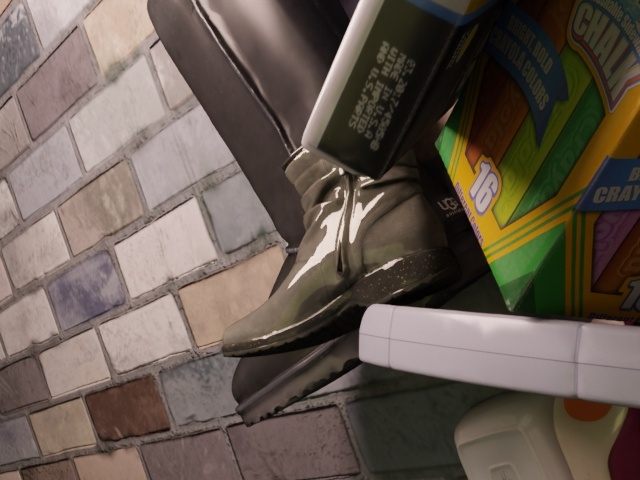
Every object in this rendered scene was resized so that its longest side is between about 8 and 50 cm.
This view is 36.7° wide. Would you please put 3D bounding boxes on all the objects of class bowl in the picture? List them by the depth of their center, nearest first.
[{"bbox_3d":[0.189,0.215,0.900,0.142,0.053,0.142,-30,79,49],"label":"bowl"}]

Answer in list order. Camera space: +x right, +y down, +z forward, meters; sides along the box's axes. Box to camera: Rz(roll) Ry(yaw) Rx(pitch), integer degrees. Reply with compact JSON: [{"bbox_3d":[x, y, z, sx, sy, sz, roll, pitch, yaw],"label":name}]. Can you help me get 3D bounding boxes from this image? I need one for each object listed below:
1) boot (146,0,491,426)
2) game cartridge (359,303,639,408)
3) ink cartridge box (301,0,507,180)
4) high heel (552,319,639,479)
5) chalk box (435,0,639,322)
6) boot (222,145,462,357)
[{"bbox_3d":[-0.064,-0.073,0.999,0.367,0.146,0.445,-40,78,35],"label":"boot"},{"bbox_3d":[0.173,0.082,0.698,0.294,0.196,0.060,0,87,53],"label":"game cartridge"},{"bbox_3d":[0.116,-0.216,0.637,0.072,0.307,0.303,29,118,10],"label":"ink cartridge box"},{"bbox_3d":[0.264,0.183,0.816,0.082,0.117,0.244,-9,75,57],"label":"high heel"},{"bbox_3d":[0.224,-0.107,0.601,0.180,0.179,0.289,-105,28,-46],"label":"chalk box"},{"bbox_3d":[0.000,0.000,0.846,0.246,0.083,0.161,-27,74,28],"label":"boot"}]
